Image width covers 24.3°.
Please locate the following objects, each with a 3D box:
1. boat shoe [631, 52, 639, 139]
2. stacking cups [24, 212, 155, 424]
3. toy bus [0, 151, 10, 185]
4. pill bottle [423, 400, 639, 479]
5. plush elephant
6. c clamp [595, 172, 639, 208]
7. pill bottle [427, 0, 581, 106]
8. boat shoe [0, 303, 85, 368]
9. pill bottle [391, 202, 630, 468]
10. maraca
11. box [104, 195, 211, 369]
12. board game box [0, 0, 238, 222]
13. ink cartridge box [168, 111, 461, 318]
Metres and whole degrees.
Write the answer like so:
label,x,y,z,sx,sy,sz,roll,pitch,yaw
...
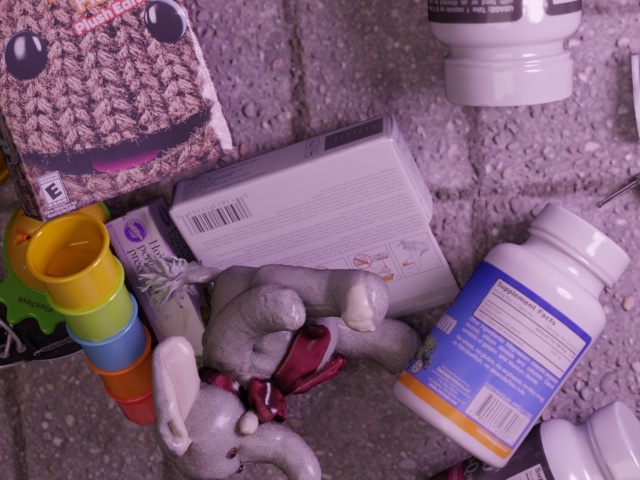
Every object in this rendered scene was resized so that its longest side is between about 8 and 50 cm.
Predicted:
label,x,y,z,sx,sy,sz,roll,pitch,yaw
boat shoe,0.357,-0.154,1.609,0.035,0.035,0.100,-4,96,16
stacking cups,-0.236,0.098,1.702,0.096,0.096,0.316,-3,143,13
toy bus,-0.463,-0.142,1.703,0.149,0.211,0.220,-43,90,20
pill bottle,0.243,0.299,1.681,0.278,0.162,0.162,-30,96,17
plush elephant,-0.073,0.163,1.623,0.330,0.272,0.255,11,74,11
c clamp,0.407,-0.020,1.640,0.137,0.022,0.160,-39,92,13
pill bottle,0.188,-0.289,1.545,0.161,0.161,0.283,-1,104,13
boat shoe,-0.384,0.106,1.802,0.301,0.102,0.108,-5,103,14
pill bottle,0.213,0.099,1.620,0.152,0.152,0.272,36,88,2
maraca,-0.313,0.019,1.746,0.127,0.099,0.185,15,68,0
box,-0.155,0.108,1.772,0.063,0.067,0.324,-22,97,16
board game box,-0.256,-0.195,1.627,0.232,0.141,0.291,-22,100,-16
ink cartridge box,0.000,0.000,1.716,0.275,0.060,0.239,-17,124,16
